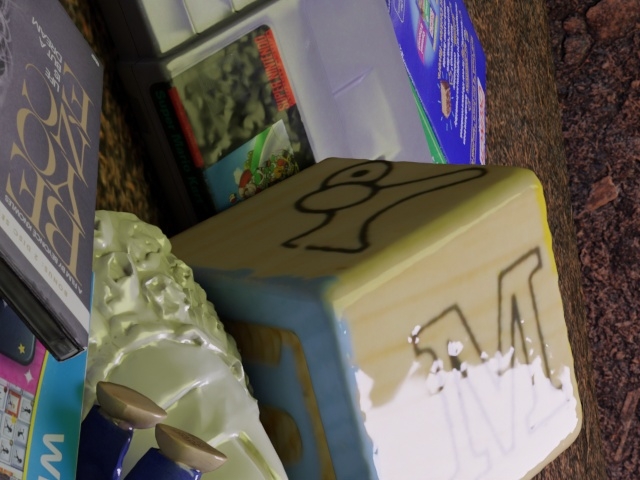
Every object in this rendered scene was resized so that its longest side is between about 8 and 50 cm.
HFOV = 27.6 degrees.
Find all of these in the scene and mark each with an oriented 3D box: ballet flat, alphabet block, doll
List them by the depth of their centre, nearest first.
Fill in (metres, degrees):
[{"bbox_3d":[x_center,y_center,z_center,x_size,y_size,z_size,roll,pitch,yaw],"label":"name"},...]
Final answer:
[{"bbox_3d":[-0.114,0.162,0.574,0.189,0.129,0.046,-60,153,0],"label":"doll"},{"bbox_3d":[-0.057,0.167,0.682,0.147,0.147,0.409,-56,134,-63],"label":"ballet flat"},{"bbox_3d":[0.023,0.070,0.813,0.197,0.192,0.193,-29,116,-39],"label":"alphabet block"}]

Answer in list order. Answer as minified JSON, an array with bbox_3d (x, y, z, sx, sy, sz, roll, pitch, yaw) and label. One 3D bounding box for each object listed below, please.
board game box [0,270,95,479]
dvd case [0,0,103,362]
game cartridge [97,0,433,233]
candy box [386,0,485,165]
[{"bbox_3d":[-0.200,0.054,0.440,0.303,0.097,0.224,51,35,-57],"label":"board game box"},{"bbox_3d":[-0.142,-0.077,0.551,0.221,0.018,0.164,-98,162,-51],"label":"dvd case"},{"bbox_3d":[-0.012,-0.061,0.937,0.230,0.068,0.355,-40,121,-40],"label":"game cartridge"},{"bbox_3d":[0.067,-0.177,1.259,0.317,0.122,0.268,57,29,-47],"label":"candy box"}]
